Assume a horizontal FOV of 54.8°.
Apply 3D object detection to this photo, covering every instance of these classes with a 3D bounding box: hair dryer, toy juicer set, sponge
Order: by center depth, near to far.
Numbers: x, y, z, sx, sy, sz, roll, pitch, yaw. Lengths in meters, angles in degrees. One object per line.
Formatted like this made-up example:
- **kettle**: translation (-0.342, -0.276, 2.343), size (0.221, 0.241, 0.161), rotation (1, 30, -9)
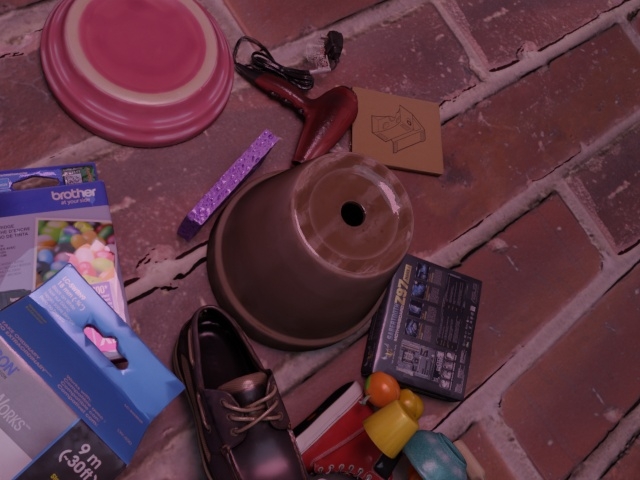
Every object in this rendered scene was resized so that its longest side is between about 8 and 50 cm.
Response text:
- **toy juicer set**: translation (0.173, 0.346, 1.010), size (0.089, 0.209, 0.329), rotation (-44, 108, 5)
- **sponge**: translation (-0.157, -0.091, 1.041), size (0.031, 0.117, 0.210), rotation (41, 64, -7)
- **hair dryer**: translation (-0.040, -0.262, 1.179), size (0.223, 0.080, 0.294), rotation (-9, 70, -7)

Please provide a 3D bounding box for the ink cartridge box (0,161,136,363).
- **ink cartridge box**: translation (-0.380, 0.031, 0.864), size (0.185, 0.065, 0.311), rotation (-9, 75, -23)

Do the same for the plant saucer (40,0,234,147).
- **plant saucer**: translation (-0.310, -0.329, 1.078), size (0.332, 0.084, 0.332), rotation (6, 72, -18)

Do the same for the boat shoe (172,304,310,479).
- **boat shoe**: translation (-0.119, 0.241, 0.875), size (0.132, 0.130, 0.355), rotation (-19, 54, -28)

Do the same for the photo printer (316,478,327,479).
- **photo printer**: translation (-0.013, 0.473, 0.770), size (0.256, 0.107, 0.307), rotation (25, 34, 33)

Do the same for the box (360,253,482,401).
- **box**: translation (0.187, 0.156, 1.124), size (0.183, 0.059, 0.233), rotation (19, 69, -14)

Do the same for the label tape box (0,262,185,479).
- **label tape box**: translation (-0.356, 0.216, 0.735), size (0.333, 0.106, 0.241), rotation (-44, 99, -20)

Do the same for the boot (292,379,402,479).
- **boot**: translation (0.020, 0.365, 0.984), size (0.244, 0.088, 0.176), rotation (-33, 89, -29)

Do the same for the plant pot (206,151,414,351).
- **plant pot**: translation (0.000, 0.000, 0.983), size (0.323, 0.280, 0.323), rotation (6, 72, -17)

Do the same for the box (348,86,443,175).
- **box**: translation (0.153, -0.221, 1.251), size (0.201, 0.021, 0.165), rotation (7, 71, -18)
